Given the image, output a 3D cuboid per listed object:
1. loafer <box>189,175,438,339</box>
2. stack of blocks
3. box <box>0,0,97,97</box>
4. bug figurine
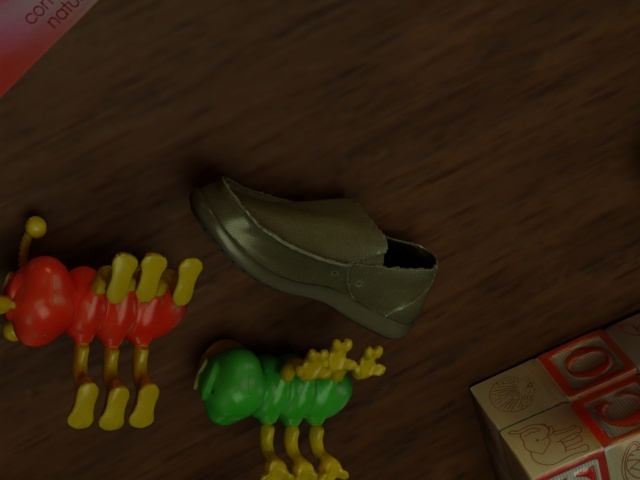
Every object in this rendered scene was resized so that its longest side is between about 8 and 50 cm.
[{"bbox_3d":[0.000,0.000,0.646,0.148,0.056,0.050,27,107,-41],"label":"loafer"},{"bbox_3d":[0.213,0.185,0.808,0.171,0.087,0.297,-24,124,-5],"label":"stack of blocks"},{"bbox_3d":[-0.219,-0.071,0.465,0.300,0.154,0.142,-43,123,9],"label":"box"},{"bbox_3d":[-0.094,0.121,0.671,0.216,0.072,0.279,10,111,-31],"label":"bug figurine"}]
